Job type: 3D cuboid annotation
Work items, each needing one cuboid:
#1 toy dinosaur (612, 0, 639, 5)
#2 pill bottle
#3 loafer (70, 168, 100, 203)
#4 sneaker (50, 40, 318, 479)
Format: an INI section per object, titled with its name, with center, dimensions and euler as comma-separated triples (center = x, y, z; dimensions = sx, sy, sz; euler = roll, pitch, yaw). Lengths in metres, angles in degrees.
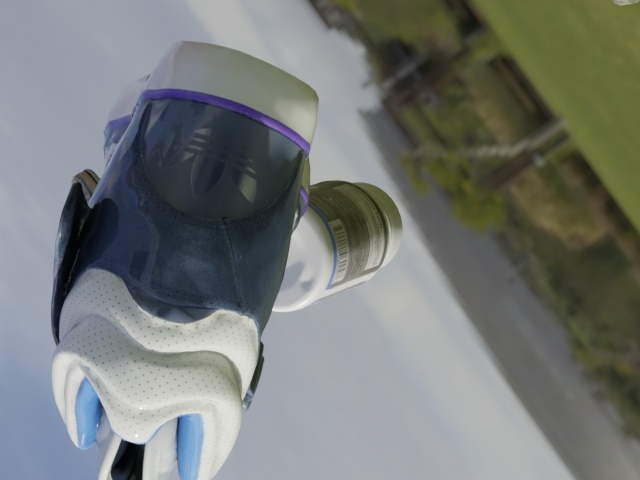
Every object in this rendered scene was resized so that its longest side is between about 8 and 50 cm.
[toy dinosaur]
center = 0.222, -0.262, 1.116
dimensions = 0.118, 0.268, 0.064
euler = 38, -147, 5
[pill bottle]
center = 0.000, 0.000, 1.355
dimensions = 0.078, 0.078, 0.137
euler = 55, -154, 8
[loafer]
center = -0.184, 0.000, 1.663
dimensions = 0.125, 0.039, 0.045
euler = 63, 153, 8
[sneaker]
center = -0.090, 0.035, 1.117
dimensions = 0.130, 0.236, 0.323
euler = 19, 169, -4
